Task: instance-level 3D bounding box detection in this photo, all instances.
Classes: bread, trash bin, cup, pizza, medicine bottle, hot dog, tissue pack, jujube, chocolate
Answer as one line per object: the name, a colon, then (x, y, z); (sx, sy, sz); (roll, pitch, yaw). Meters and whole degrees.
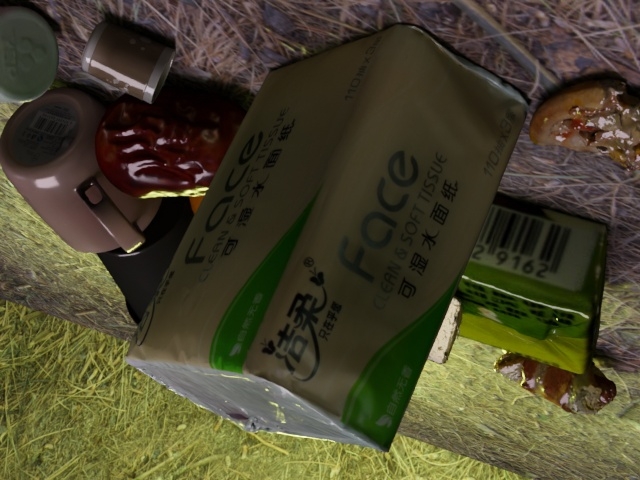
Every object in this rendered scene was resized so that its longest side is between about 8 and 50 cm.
bread: (0.141, 0.106, 1.582); (0.084, 0.080, 0.109); (19, 165, 13)
trash bin: (-0.243, 0.043, 2.033); (0.214, 0.214, 0.334); (14, 149, 26)
cup: (-0.236, -0.231, 1.523); (0.099, 0.102, 0.074); (25, 126, -4)
cup: (-0.348, -0.091, 1.817); (0.253, 0.191, 0.200); (53, 179, 35)
pizza: (0.313, -0.094, 1.243); (0.195, 0.052, 0.185); (24, 167, -8)
medicine bottle: (-0.440, -0.244, 1.605); (0.168, 0.135, 0.135); (7, 158, 43)
hot dog: (0.404, 0.223, 2.086); (0.213, 0.103, 0.146); (25, -172, 26)
tissue pack: (0.000, 0.000, 1.327); (0.205, 0.405, 0.332); (33, 161, -24)
jujube: (-0.189, -0.126, 1.619); (0.230, 0.155, 0.155); (9, 160, 32)
chocolate: (0.238, 0.045, 1.644); (0.301, 0.137, 0.289); (19, 163, 17)

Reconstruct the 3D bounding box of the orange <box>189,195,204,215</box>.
orange: (-0.054, -0.054, 1.796); (0.274, 0.274, 0.310); (0, 122, 53)
